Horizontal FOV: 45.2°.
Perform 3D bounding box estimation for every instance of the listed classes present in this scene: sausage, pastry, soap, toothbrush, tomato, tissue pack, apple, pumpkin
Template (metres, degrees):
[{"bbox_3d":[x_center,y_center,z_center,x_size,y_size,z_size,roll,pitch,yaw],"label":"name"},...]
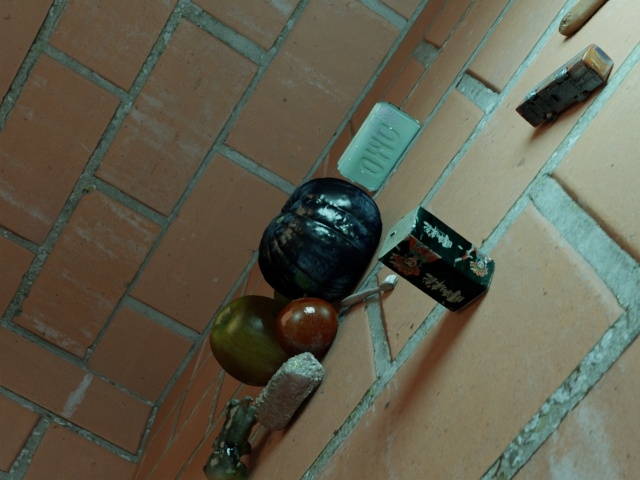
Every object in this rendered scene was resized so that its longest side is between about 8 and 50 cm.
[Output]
[{"bbox_3d":[0.535,-0.474,1.513,0.186,0.043,0.043,-49,14,44],"label":"sausage"},{"bbox_3d":[-0.091,0.375,1.849,0.112,0.103,0.265,-44,-11,-49],"label":"pastry"},{"bbox_3d":[0.175,-0.291,2.376,0.261,0.150,0.094,-56,7,17],"label":"soap"},{"bbox_3d":[0.111,0.124,1.837,0.029,0.025,0.307,-54,8,-24],"label":"toothbrush"},{"bbox_3d":[-0.034,0.222,1.920,0.167,0.167,0.167,-56,11,16],"label":"tomato"},{"bbox_3d":[0.195,0.033,1.292,0.103,0.170,0.090,-44,18,48],"label":"tissue pack"},{"bbox_3d":[-0.194,0.280,2.221,0.264,0.264,0.264,-56,11,16],"label":"apple"},{"bbox_3d":[0.000,0.000,2.054,0.363,0.266,0.363,-52,10,12],"label":"pumpkin"}]

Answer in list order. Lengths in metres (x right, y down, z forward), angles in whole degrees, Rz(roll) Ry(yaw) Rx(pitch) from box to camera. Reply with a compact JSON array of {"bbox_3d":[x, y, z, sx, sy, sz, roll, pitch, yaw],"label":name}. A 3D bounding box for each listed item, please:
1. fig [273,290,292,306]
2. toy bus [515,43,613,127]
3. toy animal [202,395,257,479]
[{"bbox_3d":[-0.049,0.177,2.300,0.236,0.124,0.124,22,80,55],"label":"fig"},{"bbox_3d":[0.432,-0.272,1.369,0.077,0.065,0.192,-51,7,-26],"label":"toy bus"},{"bbox_3d":[-0.218,0.514,1.972,0.168,0.121,0.233,99,-170,-76],"label":"toy animal"}]
